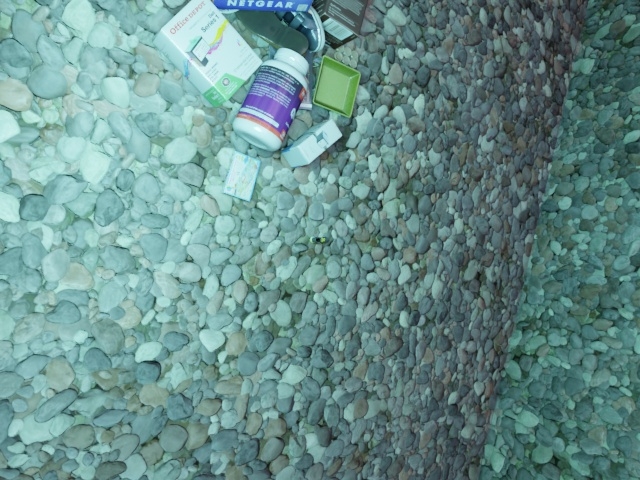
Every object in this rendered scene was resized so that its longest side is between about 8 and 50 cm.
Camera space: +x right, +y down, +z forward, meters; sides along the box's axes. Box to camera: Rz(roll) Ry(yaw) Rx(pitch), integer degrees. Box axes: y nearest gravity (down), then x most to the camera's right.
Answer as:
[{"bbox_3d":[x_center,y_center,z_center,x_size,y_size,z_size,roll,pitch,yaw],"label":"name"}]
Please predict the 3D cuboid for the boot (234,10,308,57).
[{"bbox_3d":[-0.181,-0.734,1.521,0.305,0.115,0.112,37,86,-4],"label":"boot"}]

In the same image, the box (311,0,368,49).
[{"bbox_3d":[0.059,-0.875,1.633,0.168,0.167,0.203,18,83,-32],"label":"box"}]

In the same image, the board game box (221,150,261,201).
[{"bbox_3d":[-0.282,-0.227,1.540,0.103,0.026,0.154,18,83,-33],"label":"board game box"}]

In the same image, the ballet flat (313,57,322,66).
[{"bbox_3d":[-0.045,-0.690,1.658,0.114,0.041,0.041,0,94,-32],"label":"ballet flat"}]

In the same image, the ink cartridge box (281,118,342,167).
[{"bbox_3d":[-0.033,-0.364,1.626,0.190,0.140,0.082,-46,114,-23],"label":"ink cartridge box"}]

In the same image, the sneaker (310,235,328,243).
[{"bbox_3d":[0.000,0.000,1.736,0.083,0.035,0.031,-3,96,-33],"label":"sneaker"}]

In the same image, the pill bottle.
[{"bbox_3d":[-0.161,-0.486,1.492,0.181,0.181,0.323,28,85,-32],"label":"pill bottle"}]

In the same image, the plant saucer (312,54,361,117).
[{"bbox_3d":[0.056,-0.606,1.715,0.188,0.045,0.188,11,94,-33],"label":"plant saucer"}]

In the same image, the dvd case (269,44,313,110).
[{"bbox_3d":[-0.110,-0.602,1.605,0.165,0.018,0.221,0,94,-17],"label":"dvd case"}]

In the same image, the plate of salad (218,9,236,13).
[{"bbox_3d":[-0.332,-0.856,1.431,0.200,0.048,0.199,2,85,-22],"label":"plate of salad"}]

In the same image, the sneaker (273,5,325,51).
[{"bbox_3d":[-0.104,-0.823,1.553,0.127,0.126,0.321,-28,93,-31],"label":"sneaker"}]

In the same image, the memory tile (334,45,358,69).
[{"bbox_3d":[0.101,-0.718,1.765,0.113,0.012,0.148,10,89,-33],"label":"memory tile"}]

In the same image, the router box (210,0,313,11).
[{"bbox_3d":[-0.209,-0.917,1.409,0.335,0.082,0.301,-8,88,-19],"label":"router box"}]

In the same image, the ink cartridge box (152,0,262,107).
[{"bbox_3d":[-0.364,-0.614,1.405,0.278,0.117,0.201,45,70,-27],"label":"ink cartridge box"}]
